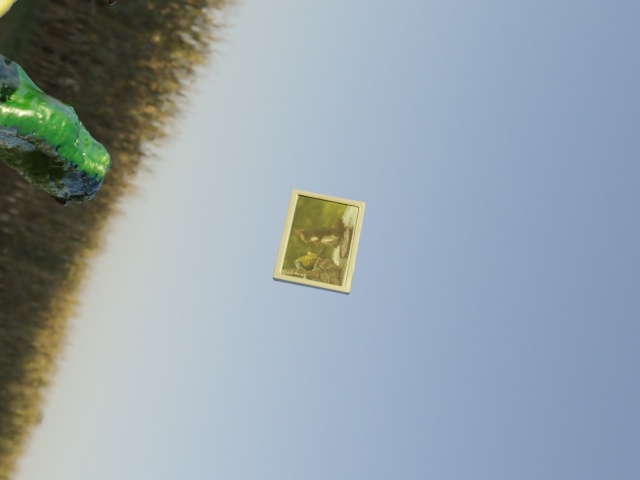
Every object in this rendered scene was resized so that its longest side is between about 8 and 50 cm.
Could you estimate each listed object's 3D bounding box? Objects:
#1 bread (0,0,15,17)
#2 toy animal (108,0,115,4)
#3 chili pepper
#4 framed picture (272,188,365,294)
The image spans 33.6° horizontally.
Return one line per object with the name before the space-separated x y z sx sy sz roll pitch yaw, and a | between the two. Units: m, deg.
bread | -0.180 -0.114 0.508 0.088 0.049 0.226 -16 -143 51
toy animal | -0.193 -0.271 0.971 0.202 0.070 0.105 -113 -144 -48
chili pepper | -0.220 -0.097 0.641 0.061 0.224 0.098 -53 -145 -4
framed picture | 0.000 0.000 0.891 0.006 0.066 0.089 99 2 -61
